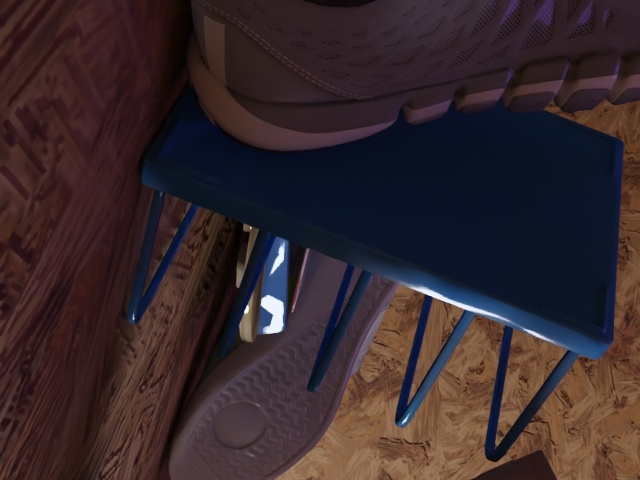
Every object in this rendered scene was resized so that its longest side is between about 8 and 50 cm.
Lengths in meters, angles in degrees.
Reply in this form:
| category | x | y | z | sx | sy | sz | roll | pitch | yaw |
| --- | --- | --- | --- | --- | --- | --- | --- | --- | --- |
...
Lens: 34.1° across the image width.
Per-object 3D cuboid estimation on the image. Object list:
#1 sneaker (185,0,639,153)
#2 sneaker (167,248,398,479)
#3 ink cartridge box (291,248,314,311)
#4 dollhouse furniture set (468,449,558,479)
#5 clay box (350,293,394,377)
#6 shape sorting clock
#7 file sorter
| category | x | y | z | sx | sy | sz | roll | pitch | yaw |
| --- | --- | --- | --- | --- | --- | --- | --- | --- | --- |
| sneaker | 0.065 | -0.102 | 0.322 | 0.132 | 0.228 | 0.086 | 87 | -16 | -62 |
| sneaker | -0.034 | 0.067 | 0.789 | 0.256 | 0.094 | 0.151 | -55 | -157 | 2 |
| ink cartridge box | 0.004 | -0.110 | 0.547 | 0.189 | 0.066 | 0.232 | -70 | 180 | -56 |
| dollhouse furniture set | 0.016 | 0.310 | 0.401 | 0.356 | 0.303 | 0.174 | 65 | -19 | 15 |
| clay box | -0.027 | 0.105 | 0.924 | 0.222 | 0.053 | 0.127 | -26 | 146 | -48 |
| shape sorting clock | -0.026 | -0.039 | 0.643 | 0.206 | 0.040 | 0.206 | 9 | 90 | -86 |
| file sorter | 0.020 | -0.001 | 0.426 | 0.118 | 0.170 | 0.104 | -70 | -178 | -47 |
